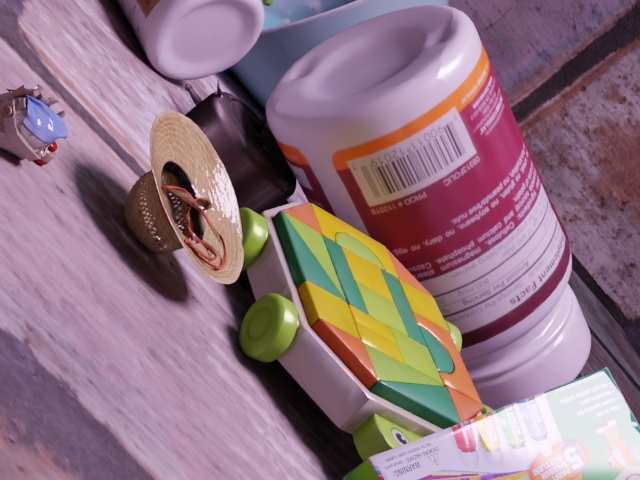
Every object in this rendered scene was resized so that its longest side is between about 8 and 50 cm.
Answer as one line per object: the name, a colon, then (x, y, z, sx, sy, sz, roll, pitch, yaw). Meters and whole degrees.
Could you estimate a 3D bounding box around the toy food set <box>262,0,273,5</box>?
toy food set: (-0.127, -0.322, 1.898, 0.218, 0.071, 0.128, 10, -4, 10)

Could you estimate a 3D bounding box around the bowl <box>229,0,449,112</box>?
bowl: (0.031, -0.231, 1.891, 0.311, 0.312, 0.163, -85, 156, -72)

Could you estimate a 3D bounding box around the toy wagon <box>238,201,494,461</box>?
toy wagon: (0.046, 0.105, 1.330, 0.267, 0.068, 0.344, 30, 24, -33)

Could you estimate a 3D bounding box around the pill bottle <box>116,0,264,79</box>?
pill bottle: (-0.161, -0.290, 1.634, 0.131, 0.131, 0.229, 33, 23, -56)

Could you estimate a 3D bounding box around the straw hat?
straw hat: (-0.120, -0.025, 1.221, 0.144, 0.061, 0.144, 50, 28, -39)

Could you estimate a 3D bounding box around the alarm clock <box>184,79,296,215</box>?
alarm clock: (-0.066, -0.074, 1.559, 0.192, 0.064, 0.129, 51, 12, -23)

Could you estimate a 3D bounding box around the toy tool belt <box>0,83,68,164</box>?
toy tool belt: (-0.202, -0.084, 1.107, 0.052, 0.051, 0.083, 59, 14, 26)

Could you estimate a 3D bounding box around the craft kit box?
craft kit box: (0.177, 0.245, 1.186, 0.250, 0.061, 0.246, -17, 73, -32)

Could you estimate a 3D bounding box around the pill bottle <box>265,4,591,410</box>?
pill bottle: (0.123, -0.019, 1.582, 0.224, 0.224, 0.392, -102, 167, -62)
